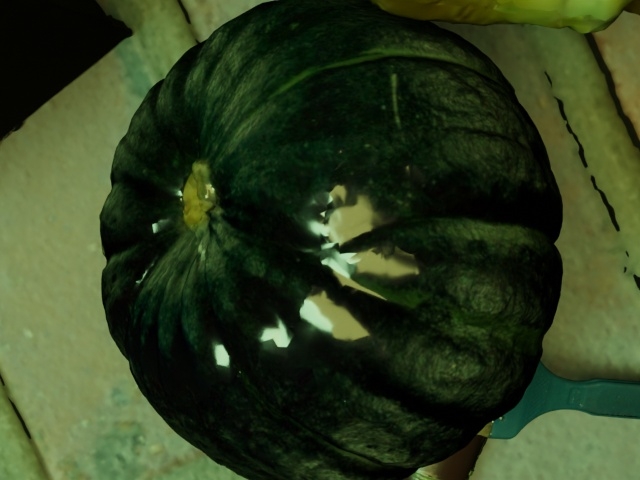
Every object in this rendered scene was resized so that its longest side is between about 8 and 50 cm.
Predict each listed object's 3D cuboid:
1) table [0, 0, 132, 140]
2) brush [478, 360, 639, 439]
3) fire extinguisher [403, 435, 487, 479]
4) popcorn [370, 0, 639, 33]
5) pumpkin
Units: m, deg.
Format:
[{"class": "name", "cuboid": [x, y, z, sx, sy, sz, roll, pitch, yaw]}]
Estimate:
[{"class": "table", "cuboid": [-0.227, -0.118, 0.446, 0.172, 0.193, 0.169, -36, 92, 10]}, {"class": "brush", "cuboid": [0.134, 0.079, 0.495, 0.164, 0.014, 0.051, 7, 103, -15]}, {"class": "fire extinguisher", "cuboid": [0.077, 0.069, 0.511, 0.064, 0.043, 0.158, 15, 100, -25]}, {"class": "popcorn", "cuboid": [0.073, -0.212, 0.369, 0.282, 0.282, 0.247, 5, 110, 6]}, {"class": "pumpkin", "cuboid": [0.000, 0.000, 0.433, 0.161, 0.220, 0.221, 20, 102, -41]}]
